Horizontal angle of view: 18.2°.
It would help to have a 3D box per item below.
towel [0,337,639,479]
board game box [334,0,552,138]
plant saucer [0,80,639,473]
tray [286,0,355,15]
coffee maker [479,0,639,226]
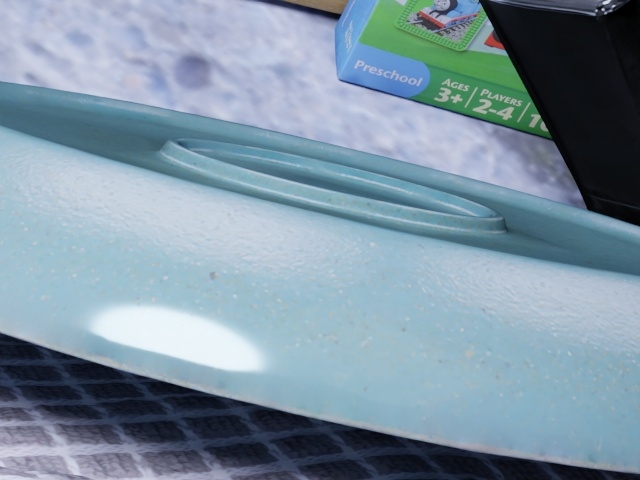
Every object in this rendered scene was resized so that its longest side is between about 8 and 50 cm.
[{"bbox_3d":[-0.001,0.092,0.497,0.283,0.121,0.235,6,10,-24],"label":"towel"},{"bbox_3d":[0.116,-0.126,0.774,0.160,0.211,0.039,14,44,-14],"label":"board game box"},{"bbox_3d":[0.000,0.000,0.581,0.317,0.044,0.317,13,6,-1],"label":"plant saucer"},{"bbox_3d":[0.043,-0.181,0.894,0.411,0.076,0.203,12,44,-18],"label":"tray"},{"bbox_3d":[0.123,-0.044,0.680,0.178,0.171,0.120,60,37,-32],"label":"coffee maker"}]
